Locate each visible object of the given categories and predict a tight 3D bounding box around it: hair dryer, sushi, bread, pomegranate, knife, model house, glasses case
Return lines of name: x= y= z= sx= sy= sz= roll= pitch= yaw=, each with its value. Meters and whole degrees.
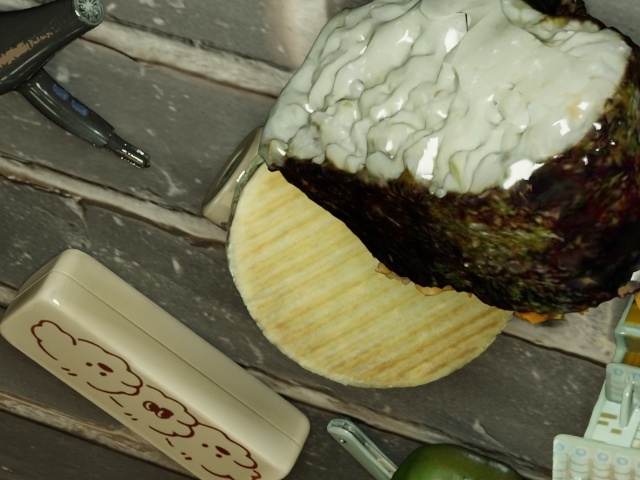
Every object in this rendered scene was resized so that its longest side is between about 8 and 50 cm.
hair dryer: x=-0.220 y=-0.133 z=1.708 sx=0.195 sy=0.075 sz=0.219 roll=-18 pitch=137 yaw=37
sushi: x=0.129 y=-0.075 z=1.371 sx=0.207 sy=0.234 sz=0.348 roll=48 pitch=165 yaw=-34
bread: x=0.050 y=0.003 z=1.595 sx=0.267 sy=0.040 sz=0.267 roll=1 pitch=115 yaw=2
pomegranate: x=0.138 y=0.291 z=1.958 sx=0.152 sy=0.131 sz=0.191 roll=20 pitch=154 yaw=6
knife: x=0.070 y=0.246 z=2.034 sx=0.162 sy=0.023 sz=0.044 roll=45 pitch=157 yaw=-26
model house: x=0.333 y=0.177 z=1.577 sx=0.224 sy=0.215 sz=0.198 roll=10 pitch=145 yaw=25
glasses case: x=-0.177 y=0.147 z=2.032 sx=0.336 sy=0.076 sz=0.144 roll=37 pitch=147 yaw=-14

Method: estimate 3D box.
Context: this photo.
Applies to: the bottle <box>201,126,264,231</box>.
bottle: x=0.000 y=0.000 z=1.672 sx=0.209 sy=0.097 sz=0.110 roll=36 pitch=109 yaw=-11
